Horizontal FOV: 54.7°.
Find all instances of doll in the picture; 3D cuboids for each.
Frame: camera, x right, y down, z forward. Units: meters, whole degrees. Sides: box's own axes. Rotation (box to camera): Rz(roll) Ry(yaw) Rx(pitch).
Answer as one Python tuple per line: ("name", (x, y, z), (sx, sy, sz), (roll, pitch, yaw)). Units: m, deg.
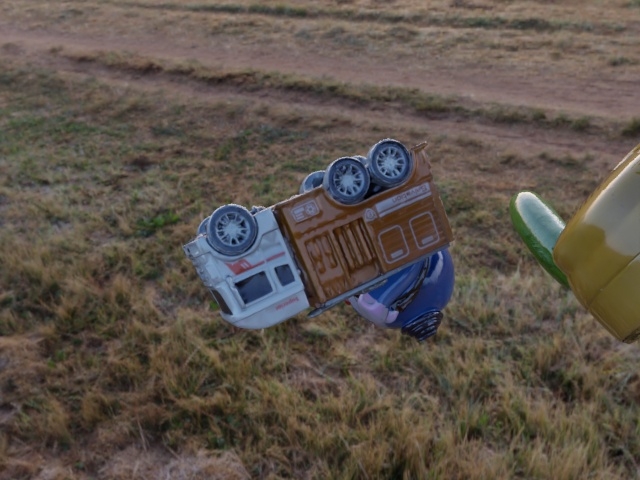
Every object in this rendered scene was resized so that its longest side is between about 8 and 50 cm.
("doll", (0.144, 0.062, 1.242), (0.240, 0.310, 0.284), (-28, 66, 6))

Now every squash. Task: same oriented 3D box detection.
("squash", (0.407, -0.002, 1.098), (0.082, 0.082, 0.292), (-11, 37, -7))

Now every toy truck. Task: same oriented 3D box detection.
("toy truck", (0.000, 0.000, 0.950), (0.387, 0.207, 0.173), (-24, 4, -15))

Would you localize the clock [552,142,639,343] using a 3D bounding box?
("clock", (0.398, -0.019, 0.704), (0.317, 0.244, 0.200), (-22, 58, -40))
